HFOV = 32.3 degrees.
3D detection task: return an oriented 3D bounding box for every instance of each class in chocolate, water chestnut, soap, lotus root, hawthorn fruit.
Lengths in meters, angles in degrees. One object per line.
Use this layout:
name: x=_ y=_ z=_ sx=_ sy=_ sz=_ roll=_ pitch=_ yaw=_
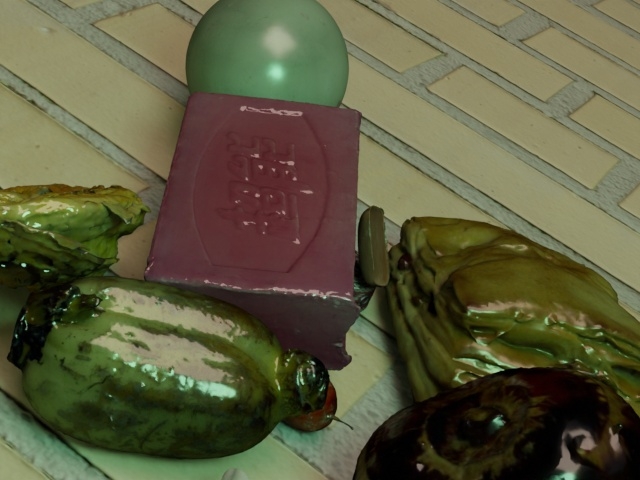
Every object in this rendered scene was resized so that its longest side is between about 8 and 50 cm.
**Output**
chocolate: x=0.060 y=0.008 z=1.351 sx=0.031 sy=0.100 sz=0.064 roll=-6 pitch=1 yaw=18
water chestnut: x=0.181 y=0.266 z=1.036 sx=0.300 sy=0.300 sz=0.300 roll=16 pitch=34 yaw=-11
soap: x=-0.069 y=-0.021 z=1.307 sx=0.233 sy=0.128 sz=0.359 roll=7 pitch=41 yaw=-2
lotus root: x=-0.145 y=0.129 z=1.085 sx=0.309 sy=0.173 sz=0.173 roll=15 pitch=34 yaw=-9
hawthorn fruit: x=0.001 y=0.177 z=1.174 sx=0.103 sy=0.066 sz=0.067 roll=29 pitch=31 yaw=31

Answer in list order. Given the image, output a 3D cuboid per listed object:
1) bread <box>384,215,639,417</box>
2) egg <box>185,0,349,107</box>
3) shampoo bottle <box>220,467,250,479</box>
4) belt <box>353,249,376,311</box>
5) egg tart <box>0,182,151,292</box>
bread: x=0.246 y=0.104 z=1.321 sx=0.314 sy=0.191 sz=0.370 roll=15 pitch=33 yaw=-11
egg: x=-0.074 y=-0.252 z=1.580 sx=0.230 sy=0.230 sz=0.371 roll=19 pitch=19 yaw=-6
shampoo bottle: x=-0.115 y=0.300 z=0.916 sx=0.092 sy=0.092 sz=0.303 roll=25 pitch=34 yaw=2
belt: x=0.000 y=0.000 z=1.440 sx=0.071 sy=0.053 sz=0.232 roll=-4 pitch=42 yaw=-31
egg tart: x=-0.313 y=0.000 z=1.153 sx=0.297 sy=0.132 sz=0.297 roll=3 pitch=0 yaw=0
